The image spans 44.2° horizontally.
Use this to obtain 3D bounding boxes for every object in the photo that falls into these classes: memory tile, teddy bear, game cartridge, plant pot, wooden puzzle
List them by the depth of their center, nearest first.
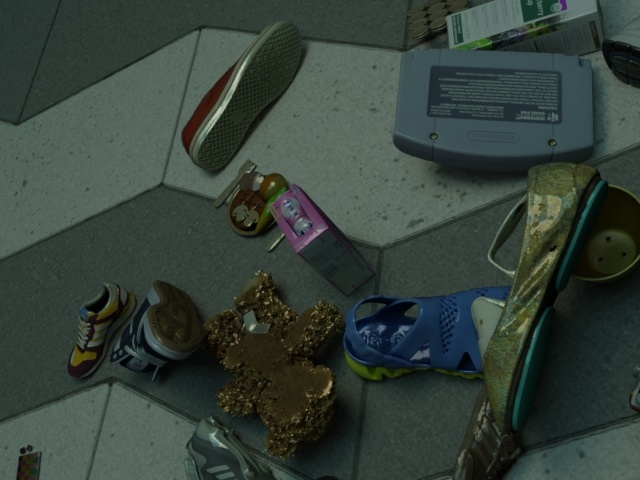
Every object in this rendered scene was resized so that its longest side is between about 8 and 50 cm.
[{"bbox_3d":[0.383,0.003,1.067,0.134,0.095,0.134,-12,65,28],"label":"plant pot"},{"bbox_3d":[0.265,-0.202,1.219,0.297,0.062,0.198,5,69,8],"label":"game cartridge"},{"bbox_3d":[-0.071,0.187,1.235,0.338,0.113,0.245,23,71,44],"label":"teddy bear"},{"bbox_3d":[0.209,-0.404,1.403,0.113,0.012,0.148,-21,31,17],"label":"memory tile"},{"bbox_3d":[-0.524,0.408,1.417,0.049,0.006,0.083,-17,58,21],"label":"wooden puzzle"}]

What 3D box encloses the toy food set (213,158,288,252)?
[{"bbox_3d":[-0.119,-0.072,1.427,0.192,0.038,0.132,36,85,37],"label":"toy food set"}]

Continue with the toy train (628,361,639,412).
[{"bbox_3d":[0.466,0.085,0.922,0.142,0.190,0.333,25,78,37],"label":"toy train"}]

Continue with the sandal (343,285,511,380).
[{"bbox_3d":[0.162,0.125,1.106,0.318,0.138,0.126,-14,57,20],"label":"sandal"}]

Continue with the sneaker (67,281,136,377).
[{"bbox_3d":[-0.420,0.160,1.442,0.070,0.084,0.185,21,76,35],"label":"sneaker"}]

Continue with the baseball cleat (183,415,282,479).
[{"bbox_3d":[-0.135,0.362,1.198,0.206,0.072,0.109,41,102,42],"label":"baseball cleat"}]

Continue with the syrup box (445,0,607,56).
[{"bbox_3d":[0.333,-0.341,1.283,0.237,0.096,0.093,-14,59,24],"label":"syrup box"}]

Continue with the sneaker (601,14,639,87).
[{"bbox_3d":[0.555,-0.266,1.117,0.297,0.111,0.129,35,79,36],"label":"sneaker"}]

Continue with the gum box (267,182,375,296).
[{"bbox_3d":[0.000,0.000,1.228,0.062,0.188,0.107,-40,53,5],"label":"gum box"}]

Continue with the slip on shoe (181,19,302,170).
[{"bbox_3d":[-0.157,-0.289,1.521,0.101,0.123,0.331,35,89,41],"label":"slip on shoe"}]

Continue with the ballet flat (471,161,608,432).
[{"bbox_3d":[0.256,0.064,1.001,0.123,0.123,0.348,19,89,35],"label":"ballet flat"}]

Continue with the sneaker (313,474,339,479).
[{"bbox_3d":[0.018,0.442,1.037,0.109,0.130,0.286,-24,33,9],"label":"sneaker"}]

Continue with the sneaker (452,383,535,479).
[{"bbox_3d":[0.225,0.278,1.032,0.071,0.066,0.188,8,70,31],"label":"sneaker"}]

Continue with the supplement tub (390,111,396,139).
[{"bbox_3d":[0.177,-0.183,1.302,0.107,0.071,0.071,16,74,35],"label":"supplement tub"}]

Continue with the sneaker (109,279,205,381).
[{"bbox_3d":[-0.271,0.175,1.283,0.153,0.099,0.282,-58,17,5],"label":"sneaker"}]
